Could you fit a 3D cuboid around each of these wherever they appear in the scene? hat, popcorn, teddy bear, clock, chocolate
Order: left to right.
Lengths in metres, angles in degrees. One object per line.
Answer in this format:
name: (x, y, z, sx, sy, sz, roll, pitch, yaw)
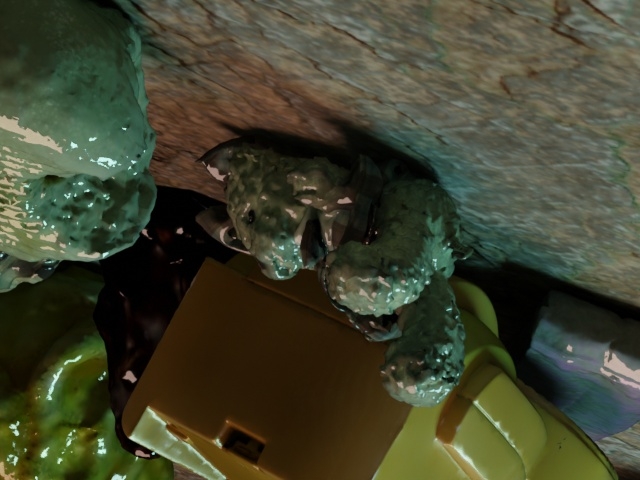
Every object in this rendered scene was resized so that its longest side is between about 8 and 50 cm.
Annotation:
hat: (-0.276, 0.003, 1.664, 0.122, 0.081, 0.166, -18, -176, -4)
popcorn: (-0.278, 0.159, 1.722, 0.326, 0.321, 0.290, 37, 156, -33)
chocolate: (-0.082, 0.087, 1.467, 0.206, 0.177, 0.224, 21, 167, -4)
teddy bear: (0.020, -0.008, 1.153, 0.213, 0.111, 0.133, 39, 158, 45)
clock: (0.056, 0.142, 1.330, 0.244, 0.200, 0.317, 27, 168, 42)

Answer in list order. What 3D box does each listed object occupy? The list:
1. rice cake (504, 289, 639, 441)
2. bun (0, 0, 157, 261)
rice cake: (0.178, 0.096, 1.397, 0.106, 0.050, 0.298, 21, 166, 1)
bun: (-0.162, -0.079, 1.049, 0.204, 0.126, 0.212, 28, 157, -26)
